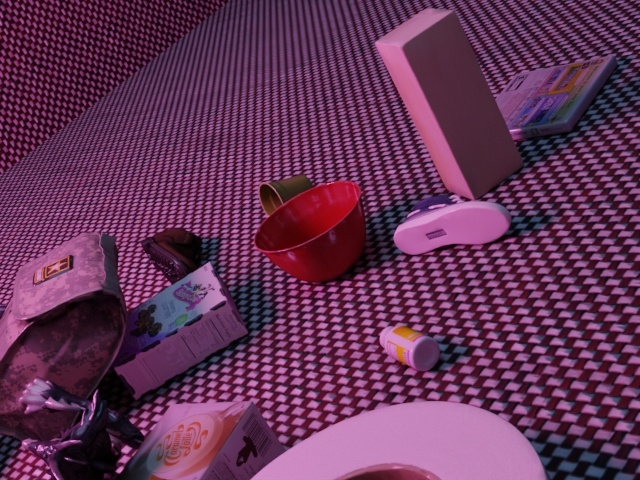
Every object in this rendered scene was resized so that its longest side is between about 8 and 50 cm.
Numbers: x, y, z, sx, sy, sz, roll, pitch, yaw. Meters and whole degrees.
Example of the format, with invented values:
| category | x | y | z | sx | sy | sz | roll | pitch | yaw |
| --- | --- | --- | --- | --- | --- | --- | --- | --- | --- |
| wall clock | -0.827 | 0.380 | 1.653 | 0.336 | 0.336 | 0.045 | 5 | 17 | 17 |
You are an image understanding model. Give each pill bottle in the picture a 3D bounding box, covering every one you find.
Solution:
| category | x | y | z | sx | sy | sz | roll | pitch | yaw |
| --- | --- | --- | --- | --- | --- | --- | --- | --- | --- |
| pill bottle | 0.108 | 0.130 | 1.290 | 0.043 | 0.043 | 0.083 | -38 | 26 | -18 |

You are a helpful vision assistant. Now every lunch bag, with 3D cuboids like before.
| category | x | y | z | sx | sy | sz | roll | pitch | yaw |
| --- | --- | --- | --- | --- | --- | --- | --- | --- | --- |
| lunch bag | -0.394 | 0.133 | 1.569 | 0.287 | 0.169 | 0.235 | -57 | 22 | 11 |

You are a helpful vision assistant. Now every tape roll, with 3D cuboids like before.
| category | x | y | z | sx | sy | sz | roll | pitch | yaw |
| --- | --- | --- | --- | --- | --- | --- | --- | --- | --- |
| tape roll | 0.042 | 0.308 | 0.984 | 0.392 | 0.072 | 0.392 | -24 | 25 | 12 |

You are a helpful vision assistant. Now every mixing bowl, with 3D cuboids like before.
| category | x | y | z | sx | sy | sz | roll | pitch | yaw |
| --- | --- | --- | --- | --- | --- | --- | --- | --- | --- |
| mixing bowl | 0.000 | 0.000 | 1.594 | 0.181 | 0.098 | 0.181 | -24 | 24 | 11 |

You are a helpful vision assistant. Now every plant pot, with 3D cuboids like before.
| category | x | y | z | sx | sy | sz | roll | pitch | yaw |
| --- | --- | --- | --- | --- | --- | --- | --- | --- | --- |
| plant pot | -0.054 | -0.079 | 1.845 | 0.079 | 0.083 | 0.083 | -27 | 21 | -26 |

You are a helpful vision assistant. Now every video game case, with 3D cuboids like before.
| category | x | y | z | sx | sy | sz | roll | pitch | yaw |
| --- | --- | --- | --- | --- | --- | --- | --- | --- | --- |
| video game case | 0.366 | -0.231 | 1.733 | 0.193 | 0.023 | 0.212 | -5 | 33 | 43 |

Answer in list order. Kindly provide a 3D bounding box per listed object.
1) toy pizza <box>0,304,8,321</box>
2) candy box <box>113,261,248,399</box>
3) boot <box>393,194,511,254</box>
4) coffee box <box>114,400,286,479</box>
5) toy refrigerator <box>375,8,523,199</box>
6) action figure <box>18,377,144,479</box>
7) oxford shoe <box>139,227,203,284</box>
| category | x | y | z | sx | sy | sz | roll | pitch | yaw |
| --- | --- | --- | --- | --- | --- | --- | --- | --- | --- |
| toy pizza | -0.541 | 0.186 | 1.707 | 0.201 | 0.201 | 0.032 | -35 | 46 | -13 |
| candy box | -0.223 | 0.135 | 1.610 | 0.196 | 0.070 | 0.165 | -31 | 24 | -3 |
| boot | 0.194 | -0.039 | 1.489 | 0.190 | 0.069 | 0.086 | -11 | 33 | 39 |
| coffee box | -0.162 | 0.302 | 1.184 | 0.141 | 0.098 | 0.246 | -9 | 31 | 38 |
| toy refrigerator | 0.193 | -0.204 | 1.569 | 0.102 | 0.269 | 0.094 | -36 | 25 | -12 |
| action figure | -0.300 | 0.256 | 1.250 | 0.141 | 0.164 | 0.276 | 9 | -12 | 6 |
| oxford shoe | -0.252 | 0.018 | 1.857 | 0.096 | 0.083 | 0.227 | -30 | 25 | -12 |
